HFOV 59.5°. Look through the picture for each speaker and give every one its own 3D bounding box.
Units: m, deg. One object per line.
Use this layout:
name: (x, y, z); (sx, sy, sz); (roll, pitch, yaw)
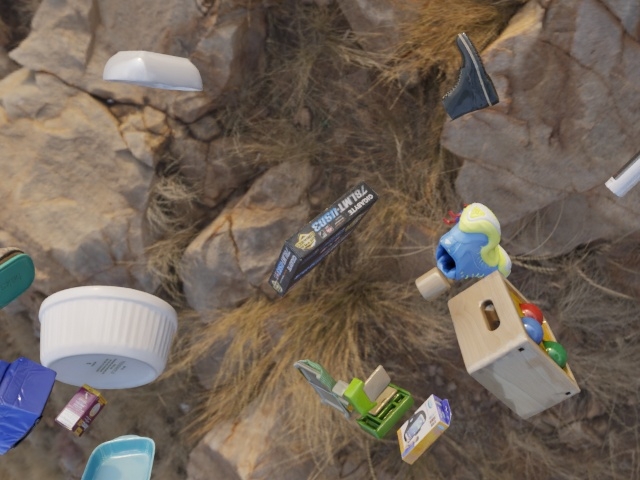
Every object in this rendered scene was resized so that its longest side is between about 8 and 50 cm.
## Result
speaker: (0.777, -0.172, 1.387); (0.055, 0.055, 0.136); (45, 123, 13)

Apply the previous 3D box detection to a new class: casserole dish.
casserole dish: (-0.345, 0.407, 0.960); (0.114, 0.188, 0.037); (-5, 107, -8)

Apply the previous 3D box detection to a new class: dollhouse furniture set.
dollhouse furniture set: (0.090, 0.414, 1.639); (0.301, 0.151, 0.198); (10, 137, 56)

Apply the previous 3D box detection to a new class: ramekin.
ramekin: (-0.430, 0.206, 1.129); (0.273, 0.272, 0.127); (-36, 46, 40)

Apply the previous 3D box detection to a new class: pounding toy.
pounding toy: (0.220, 0.091, 0.720); (0.094, 0.181, 0.206); (-38, 119, 23)

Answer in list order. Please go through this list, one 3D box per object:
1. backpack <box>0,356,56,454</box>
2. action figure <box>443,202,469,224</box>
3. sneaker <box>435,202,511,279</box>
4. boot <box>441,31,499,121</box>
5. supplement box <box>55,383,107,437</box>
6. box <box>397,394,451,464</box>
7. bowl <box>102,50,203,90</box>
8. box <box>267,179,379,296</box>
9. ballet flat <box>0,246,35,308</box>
backpack: (-0.450, 0.234, 0.799); (0.101, 0.098, 0.120); (33, 114, -19)
action figure: (0.316, -0.059, 1.222); (0.030, 0.115, 0.038); (54, 137, 30)
sneaker: (0.272, 0.030, 1.032); (0.091, 0.126, 0.240); (52, 179, 41)
boot: (0.351, -0.410, 1.421); (0.137, 0.077, 0.198); (-23, 100, 28)
supplement box: (-0.467, 0.333, 1.097); (0.043, 0.083, 0.055); (26, 149, 14)
box: (0.210, 0.376, 1.131); (0.028, 0.081, 0.136); (31, 109, -12)
bowl: (-0.287, -0.292, 0.963); (0.142, 0.142, 0.053); (18, 107, 43)
box: (0.000, 0.000, 1.533); (0.073, 0.295, 0.293); (46, 153, 9)
ballet flat: (-0.502, 0.093, 0.713); (0.106, 0.316, 0.108); (7, 108, 6)
